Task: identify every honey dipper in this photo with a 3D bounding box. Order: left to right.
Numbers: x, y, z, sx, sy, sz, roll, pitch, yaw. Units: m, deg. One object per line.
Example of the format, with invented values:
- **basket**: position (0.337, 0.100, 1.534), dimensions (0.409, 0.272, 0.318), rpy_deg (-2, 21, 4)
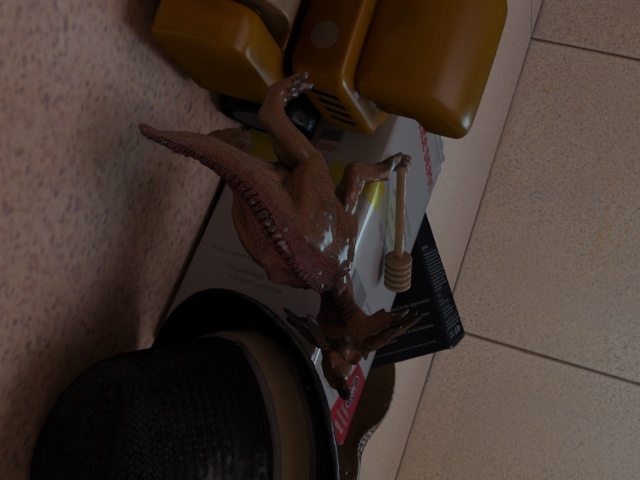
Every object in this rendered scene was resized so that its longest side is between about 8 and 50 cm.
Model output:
- **honey dipper**: position (0.083, -0.016, 0.967), dimensions (0.030, 0.031, 0.160), rpy_deg (-56, 153, -48)

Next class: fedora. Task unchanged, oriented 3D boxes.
- **fedora**: position (-0.133, 0.199, 0.730), dimensions (0.153, 0.334, 0.333), rpy_deg (8, 99, -41)

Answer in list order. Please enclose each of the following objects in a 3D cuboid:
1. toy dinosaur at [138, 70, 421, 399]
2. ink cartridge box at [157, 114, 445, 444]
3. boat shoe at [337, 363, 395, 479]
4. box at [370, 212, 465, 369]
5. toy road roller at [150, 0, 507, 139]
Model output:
- **toy dinosaur**: position (-0.013, 0.002, 0.737), dimensions (0.296, 0.127, 0.200), rpy_deg (35, 45, -52)
- **ink cartridge box**: position (0.000, 0.000, 1.047), dimensions (0.279, 0.161, 0.384), rpy_deg (67, 41, -64)
- **boat shoe**: position (0.028, 0.324, 1.590), dimensions (0.123, 0.123, 0.341), rpy_deg (-42, -154, 59)
- **box**: position (0.088, 0.060, 1.271), dimensions (0.108, 0.153, 0.207), rpy_deg (-13, 86, -71)
- **toy road roller**: position (0.025, -0.201, 0.793), dimensions (0.329, 0.241, 0.202), rpy_deg (37, 69, -73)
